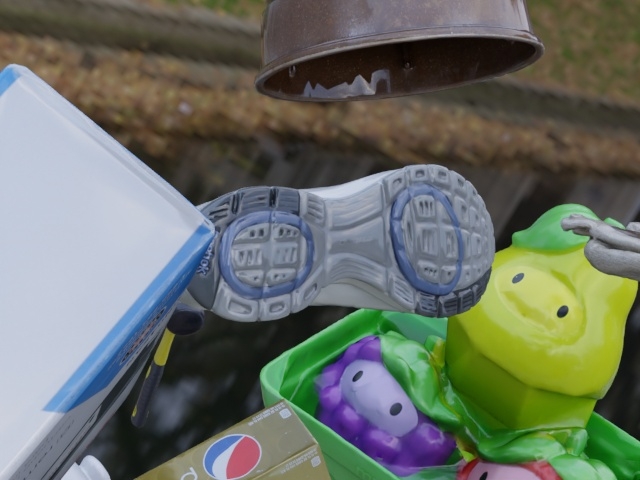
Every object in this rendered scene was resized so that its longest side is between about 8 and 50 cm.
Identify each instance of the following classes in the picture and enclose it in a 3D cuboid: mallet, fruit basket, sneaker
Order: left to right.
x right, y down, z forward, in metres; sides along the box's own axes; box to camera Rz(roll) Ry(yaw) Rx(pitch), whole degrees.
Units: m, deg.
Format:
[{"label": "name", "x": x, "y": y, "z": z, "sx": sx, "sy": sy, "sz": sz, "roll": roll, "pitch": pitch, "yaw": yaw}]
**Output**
[{"label": "mallet", "x": -0.146, "y": 0.097, "z": 1.759, "sx": 0.039, "sy": 0.190, "sz": 0.062, "roll": 9, "pitch": 50, "yaw": -16}, {"label": "sneaker", "x": 0.000, "y": 0.000, "z": 1.352, "sx": 0.297, "sy": 0.111, "sz": 0.129, "roll": 2, "pitch": -1, "yaw": -38}, {"label": "fruit basket", "x": 0.159, "y": 0.153, "z": 1.780, "sx": 0.392, "sy": 0.392, "sz": 0.283, "roll": 36, "pitch": 38, "yaw": 22}]

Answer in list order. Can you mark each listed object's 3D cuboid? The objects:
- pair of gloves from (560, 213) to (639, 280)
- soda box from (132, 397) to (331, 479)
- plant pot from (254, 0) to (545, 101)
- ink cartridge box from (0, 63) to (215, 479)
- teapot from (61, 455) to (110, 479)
[{"label": "pair of gloves", "x": 0.303, "y": 0.028, "z": 1.474, "sx": 0.204, "sy": 0.042, "sz": 0.240, "roll": 20, "pitch": 6, "yaw": 29}, {"label": "soda box", "x": -0.086, "y": 0.195, "z": 1.430, "sx": 0.061, "sy": 0.181, "sz": 0.058, "roll": 49, "pitch": -18, "yaw": 47}, {"label": "plant pot", "x": 0.036, "y": -0.176, "z": 1.095, "sx": 0.167, "sy": 0.165, "sz": 0.167, "roll": -6, "pitch": -7, "yaw": -1}, {"label": "ink cartridge box", "x": -0.242, "y": 0.105, "z": 1.230, "sx": 0.166, "sy": 0.285, "sz": 0.395, "roll": 39, "pitch": -23, "yaw": 1}, {"label": "teapot", "x": -0.261, "y": 0.251, "z": 1.632, "sx": 0.252, "sy": 0.187, "sz": 0.256, "roll": 60, "pitch": -16, "yaw": -14}]
